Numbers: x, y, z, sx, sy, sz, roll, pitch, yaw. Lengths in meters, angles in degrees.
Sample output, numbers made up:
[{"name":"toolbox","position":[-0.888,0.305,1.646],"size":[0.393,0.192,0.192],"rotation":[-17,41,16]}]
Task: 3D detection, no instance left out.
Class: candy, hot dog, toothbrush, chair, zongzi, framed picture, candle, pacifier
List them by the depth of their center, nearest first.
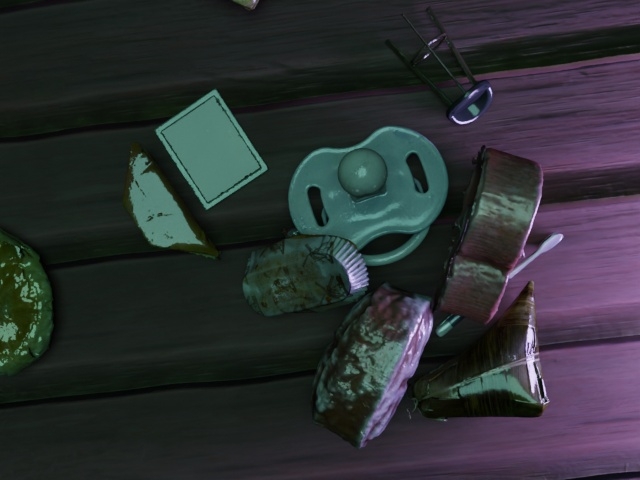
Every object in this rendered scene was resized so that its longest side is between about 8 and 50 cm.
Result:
[{"name":"candle","position":[0.293,-0.024,1.479],"size":[0.131,0.287,0.317],"rotation":[15,130,2]},{"name":"pacifier","position":[0.079,-0.085,1.488],"size":[0.287,0.226,0.239],"rotation":[-15,75,7]},{"name":"candy","position":[0.085,0.207,1.494],"size":[0.157,0.214,0.290],"rotation":[25,94,6]},{"name":"hot dog","position":[-0.032,0.060,1.515],"size":[0.267,0.075,0.144],"rotation":[-9,105,41]},{"name":"chair","position":[0.216,-0.310,1.546],"size":[0.104,0.095,0.222],"rotation":[-38,88,12]},{"name":"zongzi","position":[0.271,0.198,1.551],"size":[0.247,0.111,0.241],"rotation":[-4,72,10]},{"name":"toothbrush","position":[0.322,0.078,1.575],"size":[0.288,0.026,0.024],"rotation":[-40,88,5]},{"name":"framed picture","position":[-0.204,-0.169,1.617],"size":[0.142,0.011,0.183],"rotation":[-34,88,3]}]

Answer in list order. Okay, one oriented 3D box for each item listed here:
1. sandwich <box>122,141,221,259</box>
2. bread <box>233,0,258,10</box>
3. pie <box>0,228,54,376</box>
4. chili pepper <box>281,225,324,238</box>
[{"name":"sandwich","position":[-0.287,-0.053,1.581],"size":[0.096,0.094,0.258],"rotation":[-34,89,2]},{"name":"bread","position":[-0.133,-0.522,1.568],"size":[0.138,0.102,0.196],"rotation":[29,95,6]},{"name":"pie","position":[-0.637,0.113,1.617],"size":[0.306,0.071,0.307],"rotation":[0,87,2]},{"name":"chili pepper","position":[0.000,-0.001,1.589],"size":[0.153,0.041,0.050],"rotation":[16,49,4]}]
